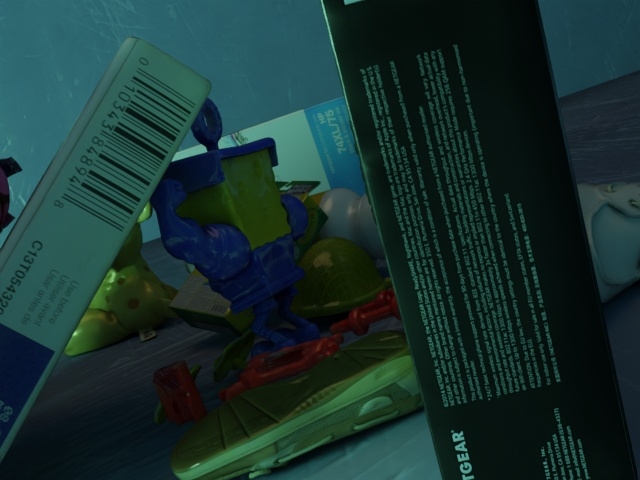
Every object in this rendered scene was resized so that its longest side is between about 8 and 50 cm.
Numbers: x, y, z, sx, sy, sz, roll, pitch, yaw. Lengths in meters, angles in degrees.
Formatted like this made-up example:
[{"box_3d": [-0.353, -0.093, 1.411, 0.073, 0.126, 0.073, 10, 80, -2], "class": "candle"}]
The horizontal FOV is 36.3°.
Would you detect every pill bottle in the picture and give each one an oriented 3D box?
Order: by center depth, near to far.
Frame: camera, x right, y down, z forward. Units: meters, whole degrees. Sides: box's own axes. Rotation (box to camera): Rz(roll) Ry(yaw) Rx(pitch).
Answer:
[{"box_3d": [0.000, 0.000, 1.077, 0.184, 0.103, 0.103, -15, 8, 30], "class": "pill bottle"}]

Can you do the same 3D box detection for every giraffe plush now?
[{"box_3d": [-0.260, 0.034, 1.213, 0.181, 0.170, 0.210, -22, 7, -28], "class": "giraffe plush"}]

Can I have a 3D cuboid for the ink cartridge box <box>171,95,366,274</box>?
[{"box_3d": [-0.069, -0.060, 1.341, 0.270, 0.197, 0.198, -19, 6, -3], "class": "ink cartridge box"}]

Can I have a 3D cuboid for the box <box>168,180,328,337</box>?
[{"box_3d": [-0.068, 0.012, 0.996, 0.105, 0.043, 0.179, 6, 57, 49], "class": "box"}]

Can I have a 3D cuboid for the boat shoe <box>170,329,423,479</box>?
[{"box_3d": [-0.010, 0.104, 0.556, 0.153, 0.048, 0.056, -27, 21, -12], "class": "boat shoe"}]

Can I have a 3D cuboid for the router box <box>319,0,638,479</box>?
[{"box_3d": [0.059, -0.064, 0.474, 0.081, 0.309, 0.243, -13, 12, 7], "class": "router box"}]

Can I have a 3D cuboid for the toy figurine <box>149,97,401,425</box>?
[{"box_3d": [-0.028, -0.024, 0.789, 0.191, 0.217, 0.362, -22, 3, 26], "class": "toy figurine"}]

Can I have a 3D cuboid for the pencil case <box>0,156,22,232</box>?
[{"box_3d": [-0.304, -0.004, 0.773, 0.095, 0.098, 0.209, -28, 26, 12], "class": "pencil case"}]

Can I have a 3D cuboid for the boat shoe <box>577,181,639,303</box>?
[{"box_3d": [0.209, -0.011, 0.682, 0.076, 0.083, 0.226, -16, 6, 27], "class": "boat shoe"}]

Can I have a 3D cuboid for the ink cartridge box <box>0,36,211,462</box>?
[{"box_3d": [-0.212, 0.033, 0.716, 0.324, 0.071, 0.330, -63, 15, -9], "class": "ink cartridge box"}]
